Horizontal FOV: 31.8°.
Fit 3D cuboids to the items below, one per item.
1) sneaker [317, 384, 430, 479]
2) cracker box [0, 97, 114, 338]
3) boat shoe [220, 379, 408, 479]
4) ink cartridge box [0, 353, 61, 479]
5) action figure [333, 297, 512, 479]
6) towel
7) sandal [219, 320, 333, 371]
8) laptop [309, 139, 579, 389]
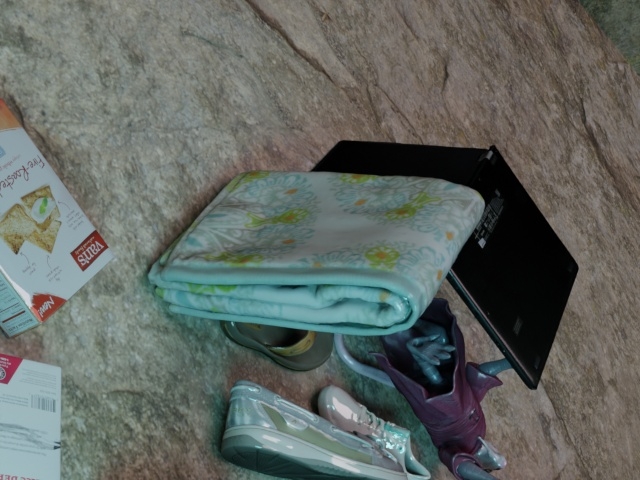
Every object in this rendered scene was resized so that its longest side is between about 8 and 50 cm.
[{"bbox_3d":[0.085,0.286,1.662,0.212,0.094,0.080,51,38,-19],"label":"sneaker"},{"bbox_3d":[-0.359,-0.027,1.282,0.232,0.067,0.155,57,36,-14],"label":"cracker box"},{"bbox_3d":[0.000,0.279,1.538,0.320,0.118,0.103,24,56,-36],"label":"boat shoe"},{"bbox_3d":[-0.333,0.202,1.180,0.109,0.063,0.150,23,53,-45],"label":"ink cartridge box"},{"bbox_3d":[0.190,0.269,1.774,0.370,0.276,0.248,64,34,-39],"label":"action figure"},{"bbox_3d":[0.000,0.000,1.502,0.320,0.375,0.090,-53,142,-53],"label":"towel"},{"bbox_3d":[-0.051,0.126,1.606,0.219,0.060,0.090,29,48,-41],"label":"sandal"},{"bbox_3d":[0.172,0.017,1.771,0.408,0.236,0.382,53,34,-10],"label":"laptop"}]
